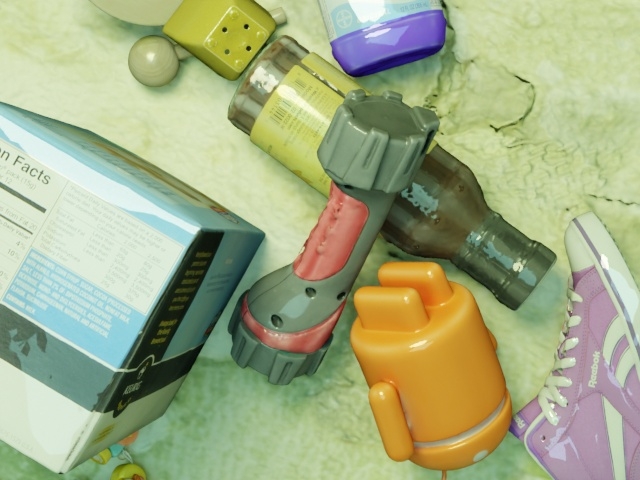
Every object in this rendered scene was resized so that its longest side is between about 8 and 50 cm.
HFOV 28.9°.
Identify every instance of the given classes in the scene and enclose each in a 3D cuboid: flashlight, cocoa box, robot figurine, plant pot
[{"bbox_3d":[0.000,0.000,1.146,0.103,0.103,0.304,29,129,8],"label":"flashlight"},{"bbox_3d":[-0.218,0.031,1.115,0.231,0.347,0.228,30,93,5],"label":"cocoa box"},{"bbox_3d":[0.109,0.125,1.180,0.128,0.158,0.219,-19,113,7],"label":"robot figurine"},{"bbox_3d":[-0.091,-0.202,1.196,0.081,0.083,0.081,35,97,-27],"label":"plant pot"}]

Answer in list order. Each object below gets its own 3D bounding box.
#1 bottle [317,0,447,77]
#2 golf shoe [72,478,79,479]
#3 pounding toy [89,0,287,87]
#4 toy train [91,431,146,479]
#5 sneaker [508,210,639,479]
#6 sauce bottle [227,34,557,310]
[{"bbox_3d":[0.036,-0.308,1.215,0.118,0.092,0.283,-15,89,5],"label":"bottle"},{"bbox_3d":[-0.269,0.330,1.275,0.086,0.069,0.176,29,97,-14],"label":"golf shoe"},{"bbox_3d":[-0.164,-0.293,1.245,0.183,0.110,0.237,-29,117,-6],"label":"pounding toy"},{"bbox_3d":[-0.220,0.236,1.232,0.046,0.125,0.166,-10,85,42],"label":"toy train"},{"bbox_3d":[0.246,0.122,1.198,0.161,0.102,0.282,-16,89,8],"label":"sneaker"},{"bbox_3d":[0.071,-0.059,1.205,0.344,0.111,0.111,38,94,5],"label":"sauce bottle"}]
